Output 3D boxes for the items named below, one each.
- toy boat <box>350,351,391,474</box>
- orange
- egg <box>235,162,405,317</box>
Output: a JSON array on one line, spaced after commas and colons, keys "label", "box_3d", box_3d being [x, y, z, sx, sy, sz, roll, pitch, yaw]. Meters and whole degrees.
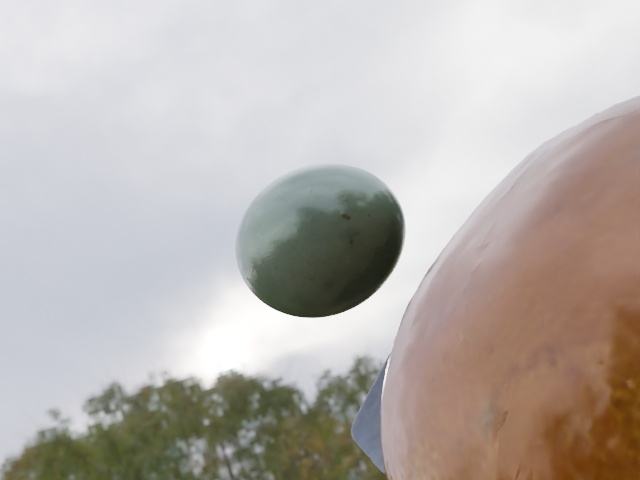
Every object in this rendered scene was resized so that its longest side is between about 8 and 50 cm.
[{"label": "toy boat", "box_3d": [0.137, 0.115, 1.339, 0.078, 0.127, 0.283, 27, -82, -34]}, {"label": "orange", "box_3d": [0.177, 0.086, 0.572, 0.312, 0.312, 0.312, -17, -24, -8]}, {"label": "egg", "box_3d": [0.000, 0.000, 1.350, 0.149, 0.149, 0.192, 5, -18, -44]}]
